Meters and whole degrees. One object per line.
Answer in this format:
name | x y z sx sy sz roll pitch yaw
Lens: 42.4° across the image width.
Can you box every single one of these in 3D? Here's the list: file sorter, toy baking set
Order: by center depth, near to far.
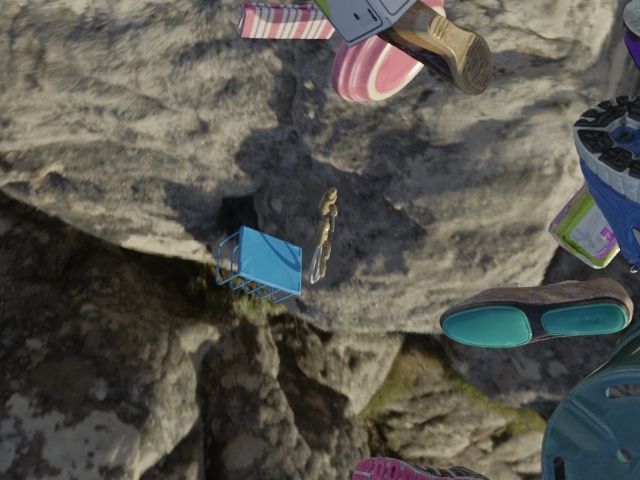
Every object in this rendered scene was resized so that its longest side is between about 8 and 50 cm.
toy baking set | 0.001 -0.007 1.845 0.030 0.256 0.196 11 79 -5
file sorter | -0.141 0.061 1.878 0.170 0.118 0.104 22 145 -36

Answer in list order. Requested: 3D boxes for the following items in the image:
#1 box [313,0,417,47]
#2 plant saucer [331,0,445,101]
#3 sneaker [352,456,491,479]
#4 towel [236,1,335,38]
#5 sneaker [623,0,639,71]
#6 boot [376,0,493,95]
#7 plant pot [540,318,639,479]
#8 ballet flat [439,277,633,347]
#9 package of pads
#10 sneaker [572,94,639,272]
box | 0.087 -0.368 0.899 0.169 0.087 0.290 48 65 -18
plant saucer | 0.167 -0.439 1.857 0.084 0.332 0.332 44 99 17
sneaker | 0.119 0.271 0.888 0.171 0.075 0.063 1 78 26
towel | -0.061 -0.430 1.606 0.197 0.144 0.029 -2 85 -11
sneaker | 0.755 -0.380 1.781 0.102 0.146 0.293 -28 68 -1
boot | 0.170 -0.347 1.417 0.248 0.207 0.090 31 90 -49
plant pot | 0.459 0.253 1.025 0.334 0.341 0.341 -4 115 -52
ballet flat | 0.363 0.117 1.405 0.316 0.106 0.107 -4 123 20
package of pads | 0.548 -0.093 1.491 0.101 0.229 0.296 40 100 4
sneaker | 0.396 -0.011 0.864 0.130 0.330 0.147 -30 143 -3
